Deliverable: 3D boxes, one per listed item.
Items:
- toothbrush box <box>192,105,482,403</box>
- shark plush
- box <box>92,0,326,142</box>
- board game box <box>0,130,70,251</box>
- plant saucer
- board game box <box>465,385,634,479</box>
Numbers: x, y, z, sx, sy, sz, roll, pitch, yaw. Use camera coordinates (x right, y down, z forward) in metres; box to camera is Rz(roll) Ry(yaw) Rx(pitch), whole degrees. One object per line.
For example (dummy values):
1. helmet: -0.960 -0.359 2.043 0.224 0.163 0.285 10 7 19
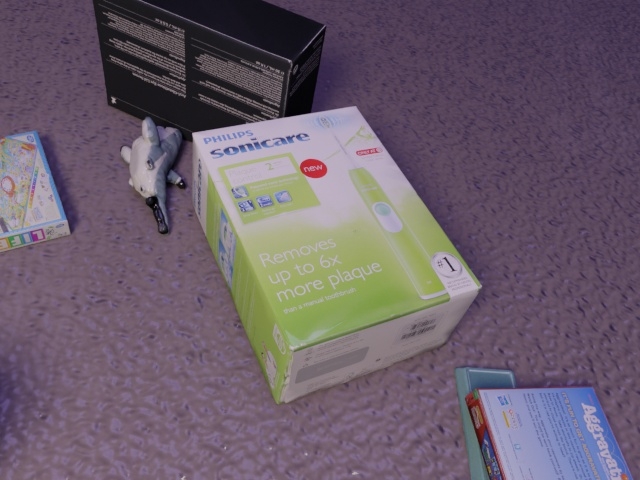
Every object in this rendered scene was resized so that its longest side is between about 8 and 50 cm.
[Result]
1. toothbrush box: 0.000 0.000 0.665 0.206 0.122 0.283 -14 54 -22
2. shark plush: -0.190 -0.084 0.740 0.067 0.073 0.161 16 37 -39
3. box: -0.141 -0.217 0.771 0.261 0.184 0.103 25 49 9
4. board game box: -0.359 -0.057 0.698 0.104 0.026 0.154 -17 57 -23
5. plant saucer: 0.178 0.210 0.598 0.067 0.018 0.192 6 50 -7
6. board game box: 0.235 0.266 0.541 0.145 0.027 0.281 3 52 -18
